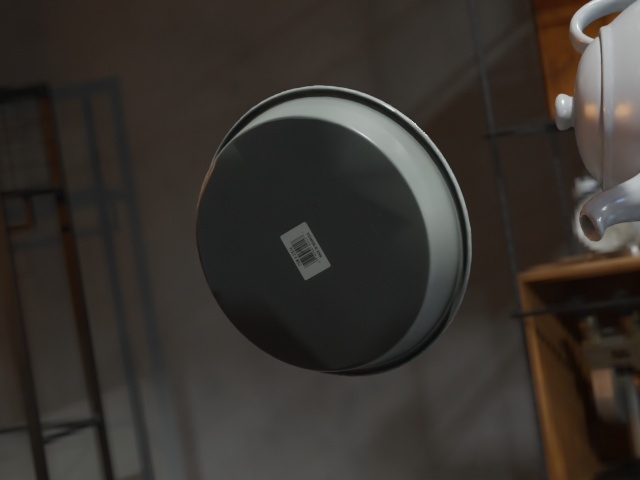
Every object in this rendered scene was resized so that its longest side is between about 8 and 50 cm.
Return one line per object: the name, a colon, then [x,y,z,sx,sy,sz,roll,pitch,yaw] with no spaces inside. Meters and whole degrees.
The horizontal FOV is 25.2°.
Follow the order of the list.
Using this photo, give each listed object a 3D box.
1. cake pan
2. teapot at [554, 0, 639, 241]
cake pan: [0.000,0.000,1.381,0.293,0.293,0.054,-8,10,30]
teapot: [0.309,-0.124,1.312,0.187,0.252,0.256,0,-1,10]
